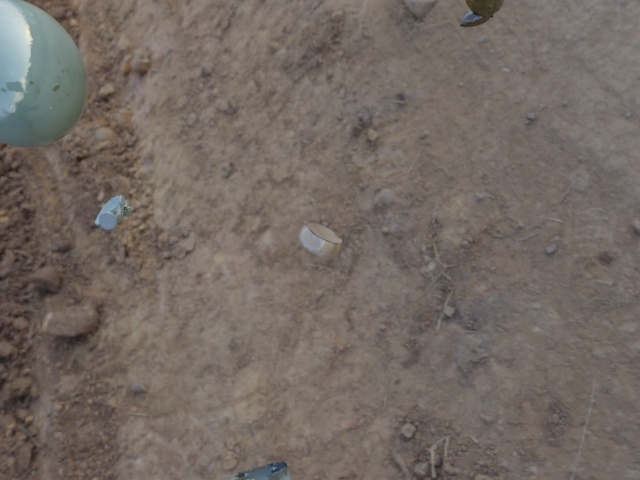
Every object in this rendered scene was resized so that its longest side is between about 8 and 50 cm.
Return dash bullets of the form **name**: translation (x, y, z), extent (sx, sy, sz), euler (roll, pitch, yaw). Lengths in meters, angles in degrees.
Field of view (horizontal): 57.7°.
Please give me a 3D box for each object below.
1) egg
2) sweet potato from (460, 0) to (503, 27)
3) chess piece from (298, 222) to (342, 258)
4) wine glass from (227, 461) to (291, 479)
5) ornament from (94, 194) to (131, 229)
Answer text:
- **egg**: translation (-0.344, -0.188, 0.652), extent (0.149, 0.149, 0.192), euler (-49, 61, 26)
- **sweet potato**: translation (0.300, -0.499, 0.939), extent (0.124, 0.098, 0.310), euler (40, 119, 12)
- **chess piece**: translation (0.000, 0.000, 1.078), extent (0.083, 0.084, 0.038), euler (45, 114, 48)
- **wine glass**: translation (-0.051, 0.323, 0.614), extent (0.072, 0.072, 0.155), euler (-20, 80, 44)
- **ornament**: translation (-0.355, -0.048, 0.995), extent (0.068, 0.041, 0.092), euler (-34, 17, 35)
